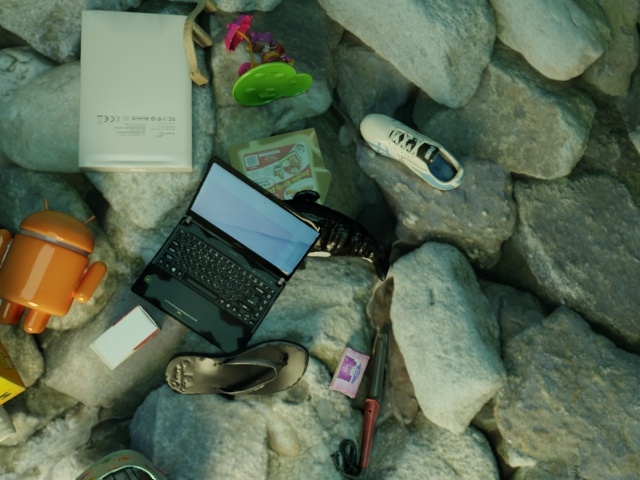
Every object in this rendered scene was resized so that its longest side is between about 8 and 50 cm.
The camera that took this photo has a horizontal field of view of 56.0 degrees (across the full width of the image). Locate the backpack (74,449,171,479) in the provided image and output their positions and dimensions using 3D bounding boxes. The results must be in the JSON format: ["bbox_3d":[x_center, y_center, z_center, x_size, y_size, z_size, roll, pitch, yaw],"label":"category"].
[{"bbox_3d":[-0.310,0.431,0.954,0.166,0.144,0.188,-33,110,-13],"label":"backpack"}]

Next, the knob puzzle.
[{"bbox_3d":[-0.073,-0.104,1.163,0.213,0.030,0.213,0,93,-5],"label":"knob puzzle"}]

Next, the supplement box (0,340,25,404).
[{"bbox_3d":[-0.636,0.114,0.890,0.194,0.195,0.356,-33,72,-16],"label":"supplement box"}]

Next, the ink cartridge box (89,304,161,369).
[{"bbox_3d":[-0.323,0.162,1.014,0.099,0.135,0.056,-41,92,-15],"label":"ink cartridge box"}]

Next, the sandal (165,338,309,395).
[{"bbox_3d":[-0.143,0.236,1.064,0.254,0.054,0.097,-7,100,-9],"label":"sandal"}]

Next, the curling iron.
[{"bbox_3d":[0.084,0.305,1.115,0.068,0.035,0.274,19,77,-7],"label":"curling iron"}]

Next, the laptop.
[{"bbox_3d":[-0.167,0.036,1.065,0.234,0.136,0.264,34,76,-2],"label":"laptop"}]

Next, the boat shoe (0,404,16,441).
[{"bbox_3d":[-0.613,0.359,0.946,0.267,0.096,0.088,-36,83,-23],"label":"boat shoe"}]

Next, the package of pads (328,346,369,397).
[{"bbox_3d":[0.053,0.246,1.123,0.050,0.032,0.083,24,76,-7],"label":"package of pads"}]

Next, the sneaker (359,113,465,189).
[{"bbox_3d":[0.187,-0.185,1.204,0.237,0.086,0.085,32,77,-2],"label":"sneaker"}]

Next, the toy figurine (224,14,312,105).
[{"bbox_3d":[-0.115,-0.367,1.178,0.173,0.130,0.159,-10,71,-34],"label":"toy figurine"}]

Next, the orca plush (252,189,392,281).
[{"bbox_3d":[0.000,0.000,1.108,0.287,0.102,0.151,31,91,-6],"label":"orca plush"}]

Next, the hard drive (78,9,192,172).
[{"bbox_3d":[-0.347,-0.282,1.142,0.203,0.040,0.307,-1,79,-11],"label":"hard drive"}]

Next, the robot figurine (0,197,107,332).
[{"bbox_3d":[-0.462,0.045,1.015,0.158,0.128,0.219,10,75,27],"label":"robot figurine"}]

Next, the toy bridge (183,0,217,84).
[{"bbox_3d":[-0.236,-0.400,1.166,0.026,0.063,0.188,-7,70,28],"label":"toy bridge"}]
